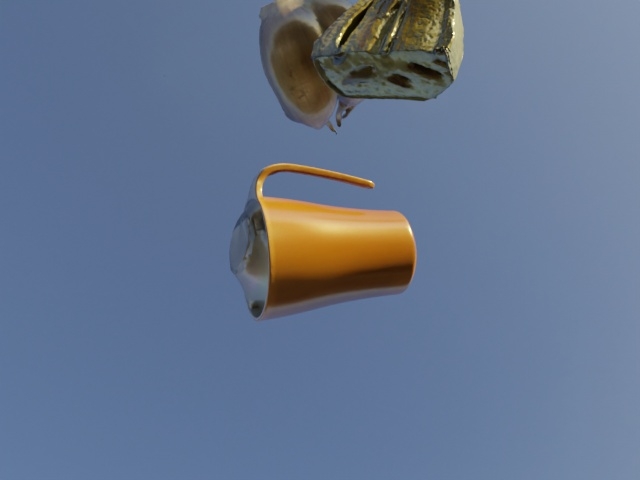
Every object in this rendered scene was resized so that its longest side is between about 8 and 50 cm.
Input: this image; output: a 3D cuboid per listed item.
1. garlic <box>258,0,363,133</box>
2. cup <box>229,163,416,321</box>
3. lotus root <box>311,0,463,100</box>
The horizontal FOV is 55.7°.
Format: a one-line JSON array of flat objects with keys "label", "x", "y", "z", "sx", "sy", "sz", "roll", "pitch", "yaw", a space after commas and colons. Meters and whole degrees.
[{"label": "garlic", "x": -0.004, "y": -0.316, "z": 1.045, "sx": 0.210, "sy": 0.237, "sz": 0.292, "roll": -26, "pitch": -72, "yaw": -5}, {"label": "cup", "x": 0.000, "y": 0.000, "z": 0.906, "sx": 0.263, "sy": 0.182, "sz": 0.227, "roll": -2, "pitch": -87, "yaw": -20}, {"label": "lotus root", "x": 0.084, "y": -0.204, "z": 0.611, "sx": 0.144, "sy": 0.143, "sz": 0.070, "roll": -62, "pitch": -33, "yaw": -26}]
